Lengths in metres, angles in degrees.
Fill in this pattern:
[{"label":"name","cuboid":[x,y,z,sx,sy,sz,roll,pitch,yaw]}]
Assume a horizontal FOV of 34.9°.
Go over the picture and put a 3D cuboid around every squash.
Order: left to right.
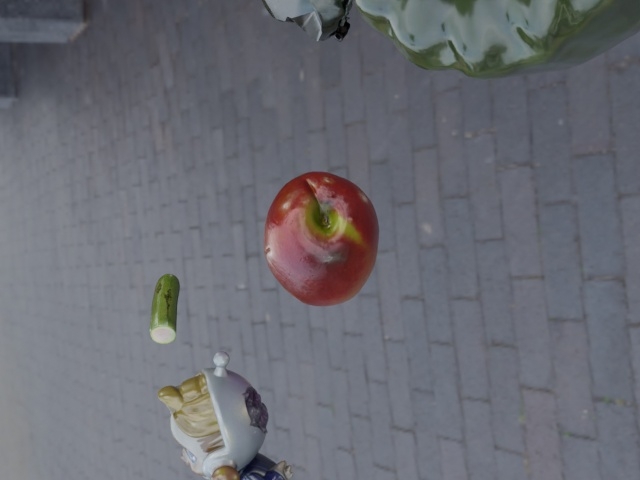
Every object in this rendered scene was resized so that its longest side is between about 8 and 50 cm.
[{"label":"squash","cuboid":[-0.156,0.065,1.021,0.083,0.027,0.027,-96,18,-50]}]

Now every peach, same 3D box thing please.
[{"label":"peach","cuboid":[0.000,0.000,1.604,0.196,0.190,0.226,39,162,9]}]

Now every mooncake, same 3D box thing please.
[{"label":"mooncake","cuboid":[0.170,-0.328,0.932,0.356,0.194,0.357,8,103,40]}]

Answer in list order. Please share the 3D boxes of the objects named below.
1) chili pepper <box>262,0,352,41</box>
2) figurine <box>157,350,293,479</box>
[{"label":"chili pepper","cuboid":[-0.006,-0.248,0.757,0.148,0.116,0.264,42,158,10]},{"label":"figurine","cuboid":[-0.103,0.287,1.343,0.274,0.133,0.194,57,178,-1]}]
